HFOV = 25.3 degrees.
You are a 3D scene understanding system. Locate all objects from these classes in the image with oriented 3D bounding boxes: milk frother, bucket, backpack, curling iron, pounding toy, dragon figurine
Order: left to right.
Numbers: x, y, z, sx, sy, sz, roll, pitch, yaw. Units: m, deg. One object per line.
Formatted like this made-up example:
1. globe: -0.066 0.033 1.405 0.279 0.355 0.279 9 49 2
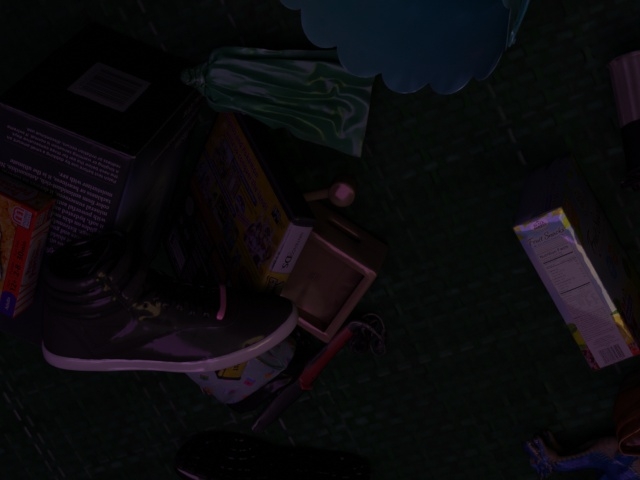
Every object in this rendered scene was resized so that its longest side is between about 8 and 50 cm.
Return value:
1. backpack: -0.121 0.138 1.898 0.152 0.115 0.182 -37 113 22
2. curling iron: -0.007 0.189 1.941 0.068 0.035 0.274 37 121 -18
3. pounding toy: -0.005 -0.009 1.815 0.181 0.094 0.206 33 118 -3
4. bucket: 0.105 -0.317 1.538 0.281 0.183 0.281 19 144 14
5. dragon figurine: 0.405 0.322 1.867 0.289 0.085 0.144 38 121 0
6. milk frother: 0.378 -0.135 1.656 0.143 0.129 0.135 -23 71 52

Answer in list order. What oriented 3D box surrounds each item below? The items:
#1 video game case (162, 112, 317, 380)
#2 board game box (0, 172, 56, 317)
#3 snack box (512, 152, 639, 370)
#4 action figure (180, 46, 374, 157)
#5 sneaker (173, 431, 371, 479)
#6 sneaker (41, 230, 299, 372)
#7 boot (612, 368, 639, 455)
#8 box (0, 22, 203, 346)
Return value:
1. video game case: -0.108 -0.010 1.762 0.035 0.275 0.248 8 124 -29
2. board game box: -0.403 -0.019 1.610 0.193 0.045 0.147 25 120 12
3. snack box: 0.311 0.022 1.699 0.070 0.174 0.207 -26 107 23
4. action figure: -0.055 -0.186 1.733 0.232 0.063 0.137 8 99 -5
5. sneaker: -0.072 0.361 2.012 0.283 0.107 0.124 9 123 11
6. sneaker: -0.175 0.062 1.585 0.295 0.105 0.147 -4 128 2
7. boot: 0.453 0.194 1.756 0.197 0.152 0.073 -29 105 25
8. box: -0.288 -0.065 1.753 0.182 0.296 0.294 23 120 3
